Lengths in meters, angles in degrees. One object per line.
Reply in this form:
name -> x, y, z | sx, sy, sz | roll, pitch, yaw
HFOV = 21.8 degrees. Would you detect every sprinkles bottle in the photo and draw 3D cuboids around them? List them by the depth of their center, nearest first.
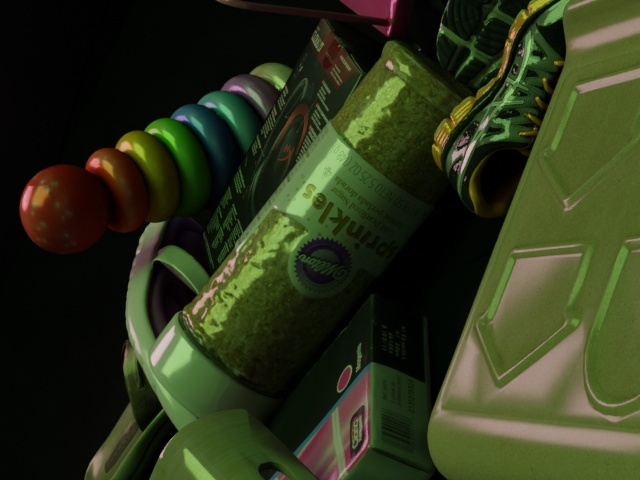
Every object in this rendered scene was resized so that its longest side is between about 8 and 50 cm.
sprinkles bottle -> 0.000, 0.000, 1.420 | 0.355, 0.121, 0.121 | -52, 20, 12

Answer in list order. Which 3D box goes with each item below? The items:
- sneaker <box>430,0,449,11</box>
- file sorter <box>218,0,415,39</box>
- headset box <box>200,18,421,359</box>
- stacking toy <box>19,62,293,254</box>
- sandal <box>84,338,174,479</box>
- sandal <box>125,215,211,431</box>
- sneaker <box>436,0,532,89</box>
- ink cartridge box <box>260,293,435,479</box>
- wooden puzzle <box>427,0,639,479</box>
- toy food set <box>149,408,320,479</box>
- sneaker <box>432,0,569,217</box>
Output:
sneaker -> 0.164, -0.296, 1.505 | 0.121, 0.079, 0.216 | 25, 123, 34
file sorter -> -0.007, -0.361, 1.535 | 0.202, 0.182, 0.290 | -130, 48, -60
headset box -> 0.008, -0.068, 1.578 | 0.293, 0.110, 0.218 | -60, 19, 14
stacking toy -> -0.159, -0.074, 1.709 | 0.141, 0.330, 0.141 | 39, 140, 42
sandal -> -0.195, 0.161, 1.872 | 0.302, 0.086, 0.120 | -58, 19, 7
sandal -> -0.110, 0.071, 1.644 | 0.102, 0.169, 0.416 | -39, 30, 13
sneaker -> 0.195, -0.241, 1.354 | 0.275, 0.107, 0.110 | -56, 0, 11
ink cartridge box -> -0.028, 0.227, 1.376 | 0.371, 0.069, 0.175 | -55, 20, 34
wooden puzzle -> 0.204, -0.001, 1.013 | 0.322, 0.081, 0.347 | -9, 62, 69
toy food set -> -0.069, 0.309, 1.237 | 0.220, 0.092, 0.306 | 39, 113, 45
sneaker -> 0.167, -0.103, 1.253 | 0.215, 0.084, 0.083 | -56, 33, 35
